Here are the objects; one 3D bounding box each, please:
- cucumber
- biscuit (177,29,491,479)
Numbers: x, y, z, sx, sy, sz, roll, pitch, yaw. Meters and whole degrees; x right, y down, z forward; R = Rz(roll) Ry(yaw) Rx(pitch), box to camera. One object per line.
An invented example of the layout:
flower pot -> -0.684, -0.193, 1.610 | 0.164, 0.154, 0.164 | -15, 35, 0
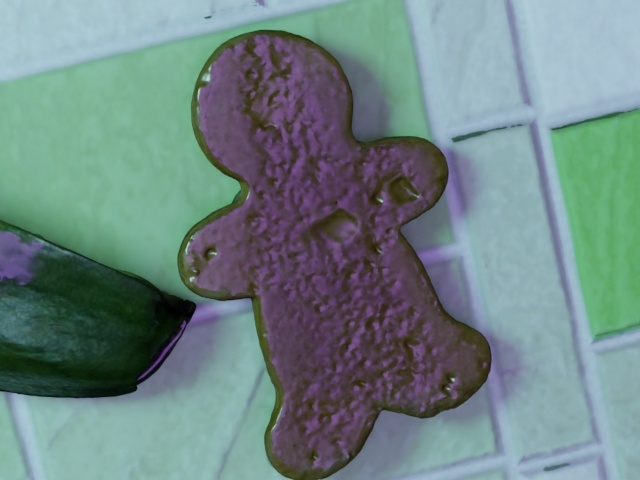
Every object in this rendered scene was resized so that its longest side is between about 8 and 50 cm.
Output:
cucumber -> -0.243, 0.028, 1.253 | 0.325, 0.105, 0.145 | 23, 95, -12
biscuit -> 0.000, 0.000, 1.299 | 0.197, 0.049, 0.301 | -25, 102, -12
